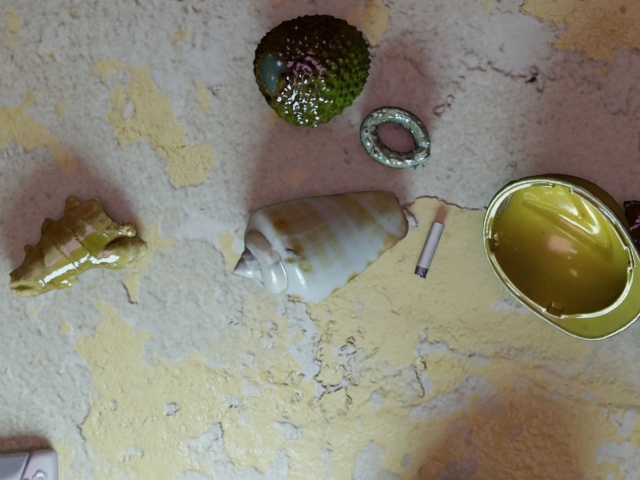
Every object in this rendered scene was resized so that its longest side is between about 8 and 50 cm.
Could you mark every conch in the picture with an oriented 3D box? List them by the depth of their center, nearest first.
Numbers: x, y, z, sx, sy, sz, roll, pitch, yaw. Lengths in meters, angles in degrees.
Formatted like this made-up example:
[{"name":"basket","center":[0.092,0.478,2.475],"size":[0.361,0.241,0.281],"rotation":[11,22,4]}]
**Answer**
[{"name":"conch","center":[-0.001,0.001,1.759],"size":[0.255,0.127,0.158],"rotation":[-26,92,1]}]

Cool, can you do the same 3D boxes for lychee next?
[{"name":"lychee","center":[-0.009,-0.239,1.739],"size":[0.171,0.171,0.171],"rotation":[0,93,0]}]

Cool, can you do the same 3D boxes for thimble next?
[{"name":"thimble","center":[0.109,-0.145,1.783],"size":[0.110,0.062,0.084],"rotation":[36,93,-1]}]

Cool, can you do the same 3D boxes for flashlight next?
[{"name":"flashlight","center":[0.158,0.014,1.813],"size":[0.018,0.018,0.083],"rotation":[20,93,-2]}]

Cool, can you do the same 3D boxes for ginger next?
[{"name":"ginger","center":[-0.358,0.008,1.785],"size":[0.205,0.081,0.115],"rotation":[-21,124,-7]}]

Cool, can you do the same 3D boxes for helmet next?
[{"name":"helmet","center":[0.357,-0.002,1.750],"size":[0.257,0.140,0.205],"rotation":[46,127,-2]}]

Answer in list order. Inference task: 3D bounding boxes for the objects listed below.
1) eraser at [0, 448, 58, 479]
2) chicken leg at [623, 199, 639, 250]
[{"name":"eraser","center":[-0.477,0.431,1.817],"size":[0.204,0.059,0.243],"rotation":[-6,89,1]},{"name":"chicken leg","center":[0.496,0.083,1.779],"size":[0.113,0.093,0.304],"rotation":[-20,90,-27]}]
